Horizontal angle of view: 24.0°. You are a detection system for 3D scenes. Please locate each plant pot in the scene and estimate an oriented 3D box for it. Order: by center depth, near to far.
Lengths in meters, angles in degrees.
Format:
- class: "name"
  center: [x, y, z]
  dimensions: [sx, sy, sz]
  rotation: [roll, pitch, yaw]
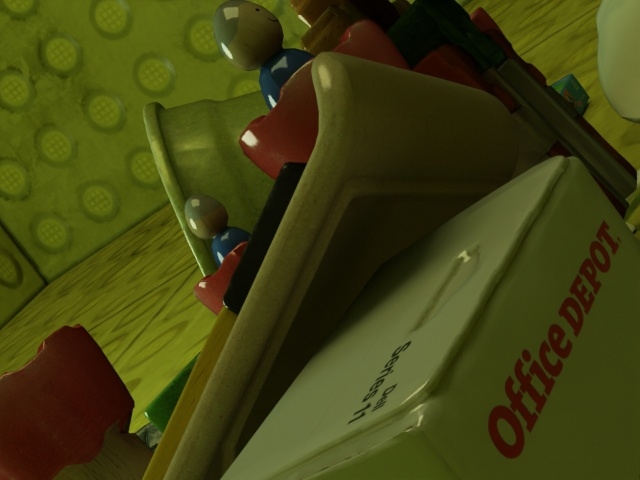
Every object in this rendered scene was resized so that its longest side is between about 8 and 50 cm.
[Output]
- class: "plant pot"
  center: [0.021, -0.043, 1.293]
  dimensions: [0.254, 0.276, 0.276]
  rotation: [-25, 10, 3]

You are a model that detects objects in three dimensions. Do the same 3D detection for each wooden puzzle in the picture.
- class: "wooden puzzle"
  center: [-0.005, 0.051, 0.554]
  dimensions: [0.221, 0.044, 0.238]
  rotation: [-5, -63, -70]

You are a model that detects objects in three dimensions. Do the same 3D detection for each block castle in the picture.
- class: "block castle"
  center: [0.000, 0.000, 0.883]
  dimensions: [0.303, 0.213, 0.453]
  rotation: [-44, -3, 17]

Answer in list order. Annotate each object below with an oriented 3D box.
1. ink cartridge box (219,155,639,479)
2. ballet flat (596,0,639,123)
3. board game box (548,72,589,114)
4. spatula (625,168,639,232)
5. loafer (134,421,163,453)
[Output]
- class: "ink cartridge box"
  center: [0.081, 0.101, 0.435]
  dimensions: [0.087, 0.208, 0.153]
  rotation: [-30, 11, 35]
- class: "ballet flat"
  center: [0.225, -0.101, 0.720]
  dimensions: [0.483, 0.182, 0.164]
  rotation: [-58, -20, -65]
- class: "board game box"
  center: [0.175, -0.081, 1.490]
  dimensions: [0.160, 0.039, 0.211]
  rotation: [-30, 12, 29]
- class: "spatula"
  center: [0.192, -0.009, 1.164]
  dimensions: [0.168, 0.019, 0.242]
  rotation: [-28, 9, 44]
- class: "loafer"
  center: [-0.165, 0.244, 1.085]
  dimensions: [0.267, 0.084, 0.096]
  rotation: [-43, 42, -18]
